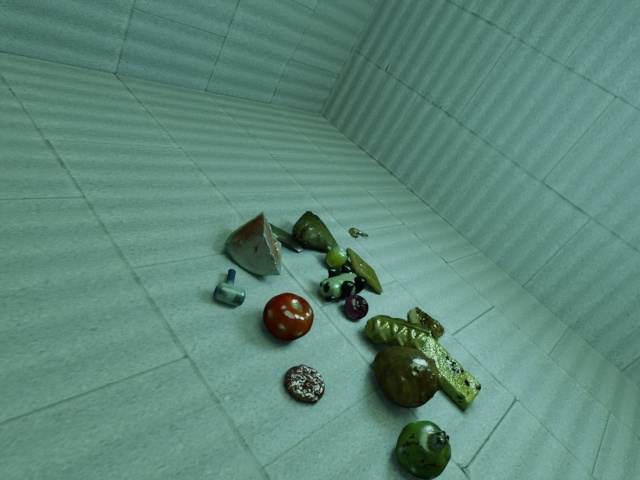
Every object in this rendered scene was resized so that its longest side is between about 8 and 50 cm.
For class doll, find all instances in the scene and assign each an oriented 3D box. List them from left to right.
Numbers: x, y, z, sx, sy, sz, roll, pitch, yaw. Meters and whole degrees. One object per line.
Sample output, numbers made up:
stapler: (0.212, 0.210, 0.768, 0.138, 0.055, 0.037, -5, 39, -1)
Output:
doll: (0.096, 0.198, 1.969, 0.234, 0.135, 0.144, -5, 37, -48)

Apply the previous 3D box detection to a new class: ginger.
ginger: (0.314, 0.490, 1.641, 0.201, 0.222, 0.269, -9, 51, -22)

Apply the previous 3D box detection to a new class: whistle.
whistle: (0.101, 0.116, 2.166, 0.223, 0.123, 0.123, 50, 26, -11)

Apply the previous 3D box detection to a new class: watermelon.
watermelon: (-0.264, 0.010, 1.877, 0.256, 0.175, 0.260, 25, 24, -12)

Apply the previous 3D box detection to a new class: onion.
onion: (0.161, 0.290, 1.926, 0.115, 0.104, 0.115, 21, 51, -28)

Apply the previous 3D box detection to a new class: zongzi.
zongzi: (0.000, 0.000, 2.156, 0.300, 0.145, 0.274, 43, 12, -5)

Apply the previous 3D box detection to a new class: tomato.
tomato: (-0.120, 0.283, 1.624, 0.195, 0.136, 0.195, 27, 27, -15)

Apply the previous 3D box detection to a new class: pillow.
pillow: (-0.179, -0.017, 2.135, 0.233, 0.038, 0.130, 28, 21, -18)

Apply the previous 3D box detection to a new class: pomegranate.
pomegranate: (0.341, 0.659, 1.411, 0.180, 0.209, 0.179, 12, 44, -12)

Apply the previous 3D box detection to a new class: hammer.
hammer: (-0.340, 0.167, 1.670, 0.116, 0.069, 0.193, 21, 26, -18)

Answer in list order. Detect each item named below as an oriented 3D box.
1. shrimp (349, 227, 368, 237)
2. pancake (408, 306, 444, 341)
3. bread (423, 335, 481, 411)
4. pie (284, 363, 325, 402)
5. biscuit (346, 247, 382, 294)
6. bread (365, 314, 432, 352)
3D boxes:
shrimp: (0.229, -0.036, 2.585, 0.127, 0.025, 0.091, 19, 31, -15)
pancake: (0.529, 0.438, 2.128, 0.245, 0.057, 0.265, 21, 33, -37)
bread: (0.519, 0.542, 1.883, 0.138, 0.077, 0.361, -28, 63, -39)
pie: (-0.052, 0.483, 1.483, 0.155, 0.036, 0.154, 23, 30, -14)
biscuit: (0.222, 0.150, 2.182, 0.254, 0.029, 0.172, 42, 19, -37)
bread: (0.319, 0.390, 1.842, 0.268, 0.129, 0.152, 15, 17, 15)
